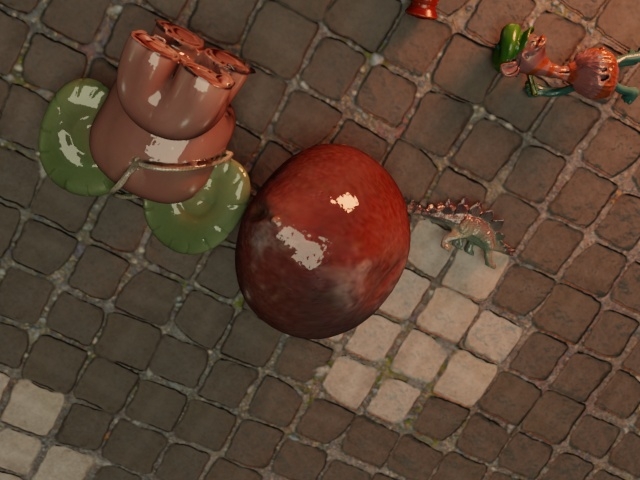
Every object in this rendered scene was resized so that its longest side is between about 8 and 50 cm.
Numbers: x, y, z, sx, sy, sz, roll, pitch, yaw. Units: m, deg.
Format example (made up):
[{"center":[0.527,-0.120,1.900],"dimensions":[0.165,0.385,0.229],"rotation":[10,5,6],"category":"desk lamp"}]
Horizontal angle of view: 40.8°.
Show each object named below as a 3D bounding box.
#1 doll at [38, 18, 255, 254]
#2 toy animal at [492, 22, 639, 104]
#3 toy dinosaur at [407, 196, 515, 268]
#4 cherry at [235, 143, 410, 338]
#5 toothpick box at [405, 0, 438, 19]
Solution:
[{"center":[-0.209,-0.128,1.080],"dimensions":[0.284,0.216,0.268],"rotation":[29,111,-2],"category":"doll"},{"center":[0.334,-0.230,1.162],"dimensions":[0.208,0.100,0.103],"rotation":[4,149,-9],"category":"toy animal"},{"center":[0.203,-0.022,1.243],"dimensions":[0.209,0.039,0.082],"rotation":[19,105,-22],"category":"toy dinosaur"},{"center":[0.000,0.000,1.114],"dimensions":[0.221,0.307,0.261],"rotation":[23,88,14],"category":"cherry"},{"center":[0.140,-0.331,1.121],"dimensions":[0.047,0.047,0.083],"rotation":[10,110,-8],"category":"toothpick box"}]
